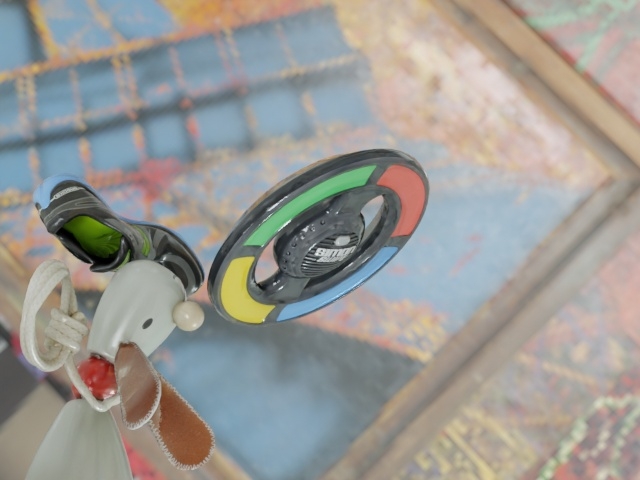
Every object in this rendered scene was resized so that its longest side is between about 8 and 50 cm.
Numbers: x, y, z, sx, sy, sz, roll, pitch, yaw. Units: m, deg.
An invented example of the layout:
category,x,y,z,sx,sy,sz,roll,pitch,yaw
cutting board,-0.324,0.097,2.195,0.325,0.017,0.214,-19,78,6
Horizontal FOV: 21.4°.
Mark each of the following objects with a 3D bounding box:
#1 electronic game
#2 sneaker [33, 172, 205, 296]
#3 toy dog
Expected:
category,x,y,z,sx,sy,sz,roll,pitch,yaw
electronic game,0.000,0.000,1.544,0.229,0.048,0.229,-25,151,-15
sneaker,-0.184,0.010,1.544,0.067,0.078,0.188,-40,129,21
toy dog,-0.163,0.186,1.428,0.220,0.161,0.334,14,89,-72
